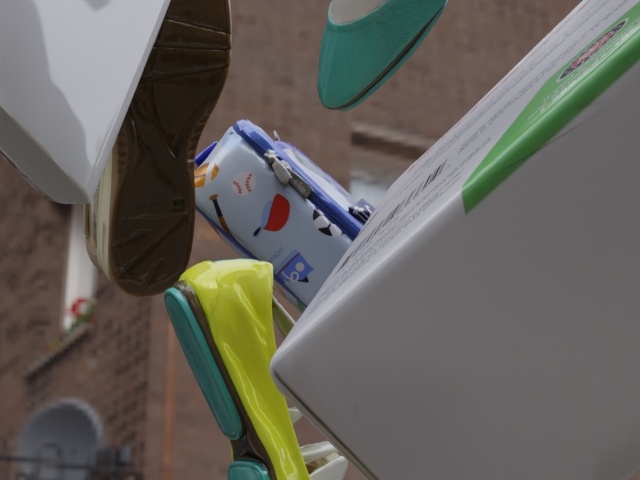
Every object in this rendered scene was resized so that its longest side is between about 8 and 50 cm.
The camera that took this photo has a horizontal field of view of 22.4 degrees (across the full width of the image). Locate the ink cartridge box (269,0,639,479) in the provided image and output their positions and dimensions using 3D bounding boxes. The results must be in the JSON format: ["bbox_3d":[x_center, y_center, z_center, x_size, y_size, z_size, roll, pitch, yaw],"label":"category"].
[{"bbox_3d":[0.117,-0.016,0.683,0.211,0.121,0.289,-43,3,19],"label":"ink cartridge box"}]

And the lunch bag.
[{"bbox_3d":[0.000,0.000,1.495,0.115,0.243,0.303,-47,-16,2],"label":"lunch bag"}]

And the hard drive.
[{"bbox_3d":[-0.174,-0.235,1.130,0.047,0.353,0.233,2,-30,29],"label":"hard drive"}]

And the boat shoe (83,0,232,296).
[{"bbox_3d":[-0.150,-0.108,1.360,0.109,0.302,0.098,-1,15,-34],"label":"boat shoe"}]

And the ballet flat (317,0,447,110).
[{"bbox_3d":[0.065,-0.203,1.112,0.247,0.083,0.087,-47,-58,3],"label":"ballet flat"}]

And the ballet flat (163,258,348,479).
[{"bbox_3d":[-0.026,0.119,0.979,0.077,0.231,0.077,-19,6,-23],"label":"ballet flat"}]
